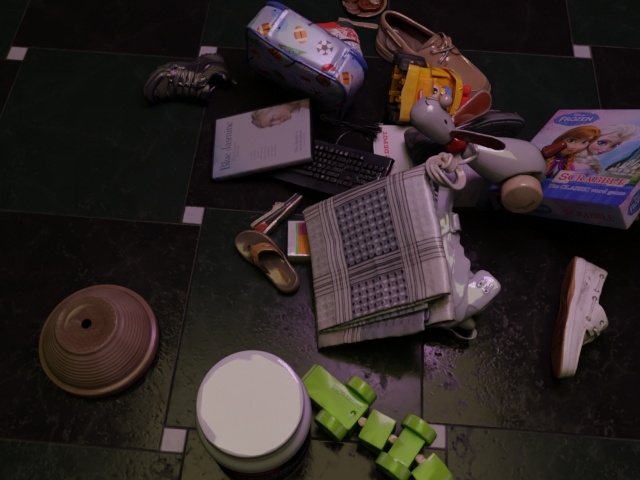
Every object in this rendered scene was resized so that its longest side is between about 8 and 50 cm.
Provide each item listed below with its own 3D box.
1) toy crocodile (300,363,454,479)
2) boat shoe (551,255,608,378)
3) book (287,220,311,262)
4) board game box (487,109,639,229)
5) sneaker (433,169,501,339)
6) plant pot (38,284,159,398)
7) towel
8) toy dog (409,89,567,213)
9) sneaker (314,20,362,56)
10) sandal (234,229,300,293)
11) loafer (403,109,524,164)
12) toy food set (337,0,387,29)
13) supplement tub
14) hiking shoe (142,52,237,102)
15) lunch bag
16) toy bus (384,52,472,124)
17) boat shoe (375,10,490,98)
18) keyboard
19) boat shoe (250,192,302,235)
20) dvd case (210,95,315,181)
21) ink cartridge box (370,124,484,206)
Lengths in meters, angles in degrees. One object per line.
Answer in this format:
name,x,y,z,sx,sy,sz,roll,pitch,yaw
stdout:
toy crocodile,0.098,0.355,1.195,0.341,0.105,0.115,31,65,20
boat shoe,0.536,0.159,1.300,0.096,0.098,0.277,18,62,9
book,0.000,0.000,1.415,0.144,0.035,0.096,1,60,-2
board game box,0.585,-0.170,1.395,0.318,0.065,0.319,-45,33,-22
sneaker,0.269,0.022,1.320,0.210,0.137,0.365,18,85,4
plant pot,-0.448,0.183,1.267,0.238,0.109,0.237,0,61,0
towel,0.102,0.038,1.266,0.312,0.056,0.324,-18,70,30
toy dog,0.354,-0.197,1.280,0.334,0.161,0.220,14,47,-34
sneaker,-0.025,-0.480,1.640,0.270,0.090,0.144,-10,60,-9
sandal,-0.114,0.040,1.372,0.072,0.049,0.180,-45,72,0
loafer,0.313,-0.245,1.406,0.268,0.096,0.084,-16,57,-9
toy food set,0.118,-0.669,1.772,0.133,0.038,0.192,9,62,4
supplement tub,-0.111,0.313,1.108,0.191,0.272,0.191,0,62,0
hiking shoe,-0.325,-0.388,1.588,0.227,0.086,0.114,-27,62,-15
lunch bag,-0.043,-0.419,1.514,0.303,0.243,0.115,34,79,2
toy bus,0.266,-0.345,1.503,0.212,0.149,0.220,10,20,-2
boat shoe,0.282,-0.464,1.624,0.341,0.110,0.121,34,66,16
keyboard,0.023,-0.204,1.456,0.317,0.033,0.201,18,72,29
boat shoe,-0.097,-0.063,1.439,0.043,0.049,0.137,41,75,15
dvd case,-0.137,-0.239,1.504,0.253,0.022,0.180,-10,61,15
ink cartridge box,0.237,-0.170,1.471,0.237,0.100,0.171,-1,61,-2
